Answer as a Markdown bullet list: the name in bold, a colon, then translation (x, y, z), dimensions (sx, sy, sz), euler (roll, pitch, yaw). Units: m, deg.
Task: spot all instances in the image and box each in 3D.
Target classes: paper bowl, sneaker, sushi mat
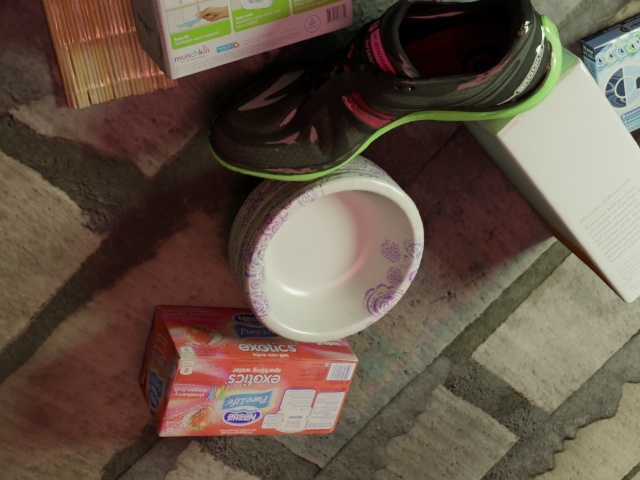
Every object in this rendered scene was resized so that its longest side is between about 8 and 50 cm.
- **paper bowl**: translation (0.000, 0.000, 1.631), dimensions (0.284, 0.148, 0.284), euler (-12, 123, -18)
- **sneaker**: translation (0.069, -0.224, 1.431), dimensions (0.483, 0.185, 0.202), euler (-18, 151, 9)
- **sushi mat**: translation (-0.279, -0.318, 1.381), dimensions (0.152, 0.019, 0.316), euler (-18, 126, -15)

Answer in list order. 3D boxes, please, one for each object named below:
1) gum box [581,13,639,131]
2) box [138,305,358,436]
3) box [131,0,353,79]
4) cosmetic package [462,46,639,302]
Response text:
- **gum box**: translation (0.509, -0.269, 1.765), dimensions (0.157, 0.041, 0.184), euler (-25, 126, -9)
- **box**: translation (-0.115, 0.206, 1.711), dimensions (0.300, 0.142, 0.154), euler (3, 118, -26)
- **box**: translation (-0.106, -0.356, 1.357), dimensions (0.262, 0.127, 0.231), euler (-21, 126, -18)
- **cosmetic package**: translation (0.380, -0.124, 1.679), dimensions (0.161, 0.230, 0.453), euler (-42, 127, 5)
